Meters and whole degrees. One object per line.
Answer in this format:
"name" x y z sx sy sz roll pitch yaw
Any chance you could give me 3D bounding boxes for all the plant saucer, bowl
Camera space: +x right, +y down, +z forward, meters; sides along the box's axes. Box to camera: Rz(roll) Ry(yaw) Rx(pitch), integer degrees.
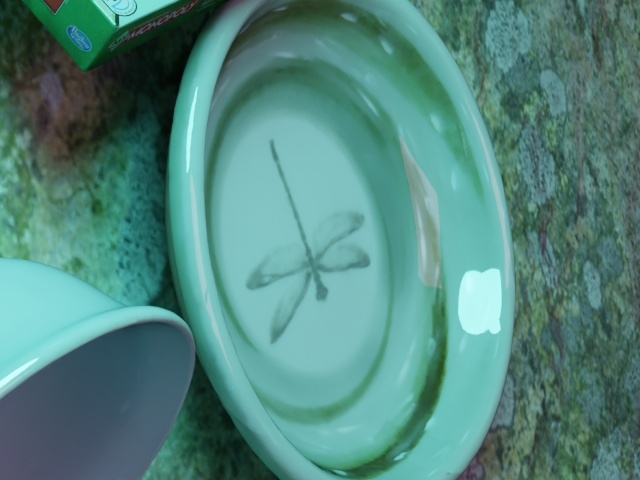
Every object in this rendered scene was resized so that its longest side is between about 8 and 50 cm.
"plant saucer" 0.000 0.000 1.244 0.400 0.100 0.400 17 68 -52
"bowl" -0.209 0.110 0.846 0.134 0.298 0.298 41 34 16

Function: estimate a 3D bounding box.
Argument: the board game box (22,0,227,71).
"board game box" -0.116 -0.245 1.113 0.213 0.046 0.317 48 39 3
